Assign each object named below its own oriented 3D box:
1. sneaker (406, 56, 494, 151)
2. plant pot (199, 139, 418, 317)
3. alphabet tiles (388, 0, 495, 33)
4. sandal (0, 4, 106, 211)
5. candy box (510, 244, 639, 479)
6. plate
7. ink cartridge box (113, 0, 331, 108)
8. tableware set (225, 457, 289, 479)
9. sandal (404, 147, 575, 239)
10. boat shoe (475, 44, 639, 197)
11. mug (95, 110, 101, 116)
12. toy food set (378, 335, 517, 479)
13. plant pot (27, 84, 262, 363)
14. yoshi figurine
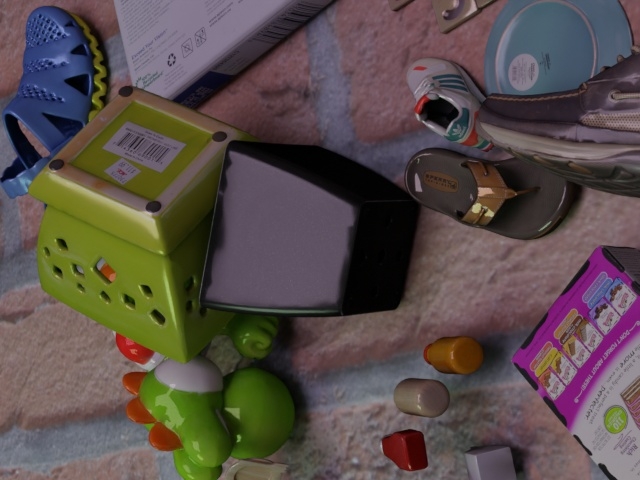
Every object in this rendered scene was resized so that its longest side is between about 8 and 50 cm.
[{"bbox_3d":[0.125,-0.153,1.628,0.161,0.075,0.057,52,123,44],"label":"sneaker"},{"bbox_3d":[0.000,0.000,1.696,0.167,0.188,0.187,16,99,31],"label":"plant pot"},{"bbox_3d":[0.149,-0.416,1.670,0.285,0.011,0.343,-28,69,40],"label":"alphabet tiles"},{"bbox_3d":[-0.371,-0.171,2.090,0.126,0.138,0.317,-18,74,45],"label":"sandal"},{"bbox_3d":[0.308,0.139,1.449,0.233,0.071,0.159,53,123,33],"label":"candy box"},{"bbox_3d":[0.235,-0.182,1.567,0.188,0.024,0.188,-1,88,44],"label":"plate"},{"bbox_3d":[-0.144,-0.365,1.919,0.324,0.071,0.330,-32,64,40],"label":"ink cartridge box"},{"bbox_3d":[-0.070,0.315,1.778,0.169,0.141,0.020,-49,32,30],"label":"tableware set"},{"bbox_3d":[0.166,-0.056,1.603,0.219,0.060,0.090,18,102,40],"label":"sandal"},{"bbox_3d":[0.314,-0.111,1.431,0.355,0.132,0.130,12,84,34],"label":"boat shoe"},{"bbox_3d":[-0.257,-0.143,2.039,0.062,0.078,0.064,-25,78,7],"label":"mug"},{"bbox_3d":[0.128,0.222,1.610,0.104,0.111,0.232,167,90,-75],"label":"toy food set"},{"bbox_3d":[-0.188,-0.035,1.757,0.228,0.227,0.207,24,144,24],"label":"plant pot"},{"bbox_3d":[-0.139,0.141,1.860,0.203,0.203,0.362,-22,50,1],"label":"yoshi figurine"}]
